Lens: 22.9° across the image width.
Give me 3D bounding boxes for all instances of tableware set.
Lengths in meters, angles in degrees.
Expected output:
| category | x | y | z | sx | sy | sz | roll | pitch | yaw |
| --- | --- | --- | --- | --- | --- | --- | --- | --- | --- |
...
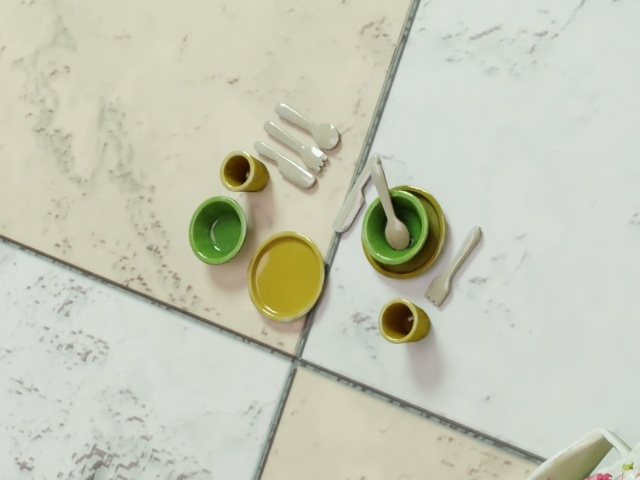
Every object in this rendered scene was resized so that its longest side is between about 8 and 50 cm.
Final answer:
| category | x | y | z | sx | sy | sz | roll | pitch | yaw |
| --- | --- | --- | --- | --- | --- | --- | --- | --- | --- |
| tableware set | 0.000 | 0.000 | 0.810 | 0.154 | 0.024 | 0.104 | 35 | 101 | 30 |

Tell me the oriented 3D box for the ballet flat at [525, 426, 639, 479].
| category | x | y | z | sx | sy | sz | roll | pitch | yaw |
| --- | --- | --- | --- | --- | --- | --- | --- | --- | --- |
| ballet flat | 0.146 | 0.102 | 0.676 | 0.241 | 0.091 | 0.077 | -35 | 44 | 18 |
